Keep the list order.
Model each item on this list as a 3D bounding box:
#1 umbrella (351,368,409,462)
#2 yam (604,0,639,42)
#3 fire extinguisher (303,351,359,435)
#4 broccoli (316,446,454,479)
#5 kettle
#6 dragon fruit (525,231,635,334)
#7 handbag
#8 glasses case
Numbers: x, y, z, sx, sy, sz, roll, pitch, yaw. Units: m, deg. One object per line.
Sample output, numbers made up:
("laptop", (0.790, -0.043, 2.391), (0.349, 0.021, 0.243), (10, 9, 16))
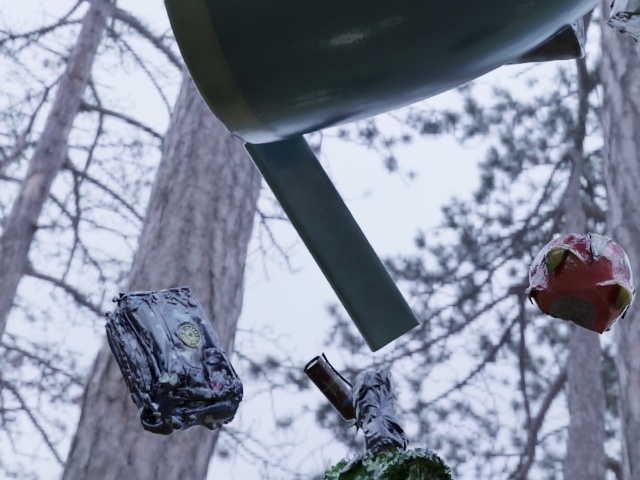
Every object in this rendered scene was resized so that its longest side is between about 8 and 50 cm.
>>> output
("umbrella", (0.078, 0.254, 1.335), (0.070, 0.248, 0.071), (-1, -60, -2))
("yam", (0.524, -0.407, 1.404), (0.195, 0.300, 0.195), (17, -5, 1))
("fire extinguisher", (0.027, 0.238, 1.572), (0.132, 0.056, 0.039), (50, -28, -10))
("broccoli", (0.054, 0.279, 0.910), (0.195, 0.196, 0.156), (0, -17, 7))
("kettle", (0.063, -0.261, 0.774), (0.342, 0.247, 0.320), (-11, -63, 20))
("dragon fruit", (0.202, 0.029, 0.761), (0.083, 0.056, 0.060), (23, -60, 5))
("handbag", (-0.225, 0.174, 1.506), (0.162, 0.260, 0.113), (-4, -43, -34))
("glasses case", (0.000, 0.000, 1.120), (0.266, 0.056, 0.105), (58, -25, -1))
